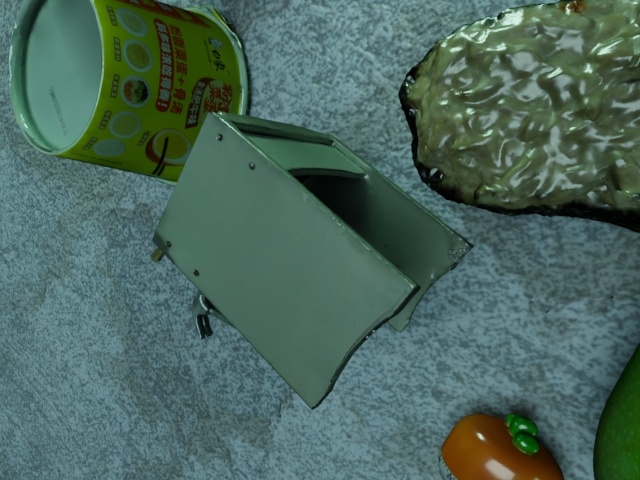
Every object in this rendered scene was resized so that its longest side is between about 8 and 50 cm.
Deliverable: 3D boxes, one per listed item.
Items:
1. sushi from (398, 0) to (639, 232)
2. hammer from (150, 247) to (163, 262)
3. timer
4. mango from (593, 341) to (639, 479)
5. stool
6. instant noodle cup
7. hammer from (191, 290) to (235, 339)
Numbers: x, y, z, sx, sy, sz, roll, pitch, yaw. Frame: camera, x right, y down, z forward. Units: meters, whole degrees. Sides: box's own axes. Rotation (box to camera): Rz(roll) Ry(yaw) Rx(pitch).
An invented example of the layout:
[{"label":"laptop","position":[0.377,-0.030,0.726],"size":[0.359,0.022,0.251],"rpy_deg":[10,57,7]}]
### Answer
[{"label":"sushi","position":[0.244,-0.112,0.385],"size":[0.350,0.171,0.210],"rpy_deg":[6,97,34]},{"label":"hammer","position":[-0.258,-0.023,0.787],"size":[0.199,0.013,0.062],"rpy_deg":[-45,74,27]},{"label":"timer","position":[0.216,0.258,0.507],"size":[0.136,0.099,0.136],"rpy_deg":[1,92,17]},{"label":"mango","position":[0.358,0.169,0.351],"size":[0.225,0.201,0.381],"rpy_deg":[4,96,40]},{"label":"stool","position":[0.000,0.000,0.508],"size":[0.270,0.244,0.170],"rpy_deg":[42,115,19]},{"label":"instant noodle cup","position":[-0.293,-0.237,0.651],"size":[0.311,0.221,0.311],"rpy_deg":[3,96,30]},{"label":"hammer","position":[-0.121,0.157,0.726],"size":[0.246,0.029,0.103],"rpy_deg":[23,107,24]}]
